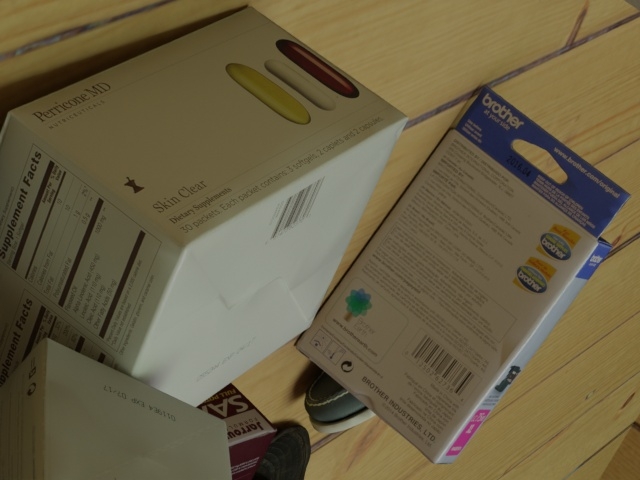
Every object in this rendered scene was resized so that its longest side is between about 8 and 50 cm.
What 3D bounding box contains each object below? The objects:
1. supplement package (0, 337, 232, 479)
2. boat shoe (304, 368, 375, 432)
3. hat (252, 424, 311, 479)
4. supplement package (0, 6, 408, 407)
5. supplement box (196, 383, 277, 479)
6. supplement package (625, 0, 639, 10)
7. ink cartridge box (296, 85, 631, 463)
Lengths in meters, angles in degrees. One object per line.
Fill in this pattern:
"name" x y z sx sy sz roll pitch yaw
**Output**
"supplement package" -0.175 0.203 1.133 0.139 0.134 0.244 28 121 -27
"boat shoe" 0.090 0.057 1.895 0.319 0.116 0.099 -43 116 -2
"hat" -0.083 0.354 1.942 0.331 0.134 0.331 -43 159 -21
"supplement package" -0.096 -0.007 1.247 0.262 0.145 0.204 -34 154 -51
"supplement box" -0.145 0.248 1.699 0.130 0.073 0.239 -14 140 -48
"supplement package" 0.311 -0.293 1.466 0.198 0.262 0.199 -28 150 -47
"ink cartridge box" 0.138 0.033 1.773 0.311 0.186 0.065 -56 157 12
